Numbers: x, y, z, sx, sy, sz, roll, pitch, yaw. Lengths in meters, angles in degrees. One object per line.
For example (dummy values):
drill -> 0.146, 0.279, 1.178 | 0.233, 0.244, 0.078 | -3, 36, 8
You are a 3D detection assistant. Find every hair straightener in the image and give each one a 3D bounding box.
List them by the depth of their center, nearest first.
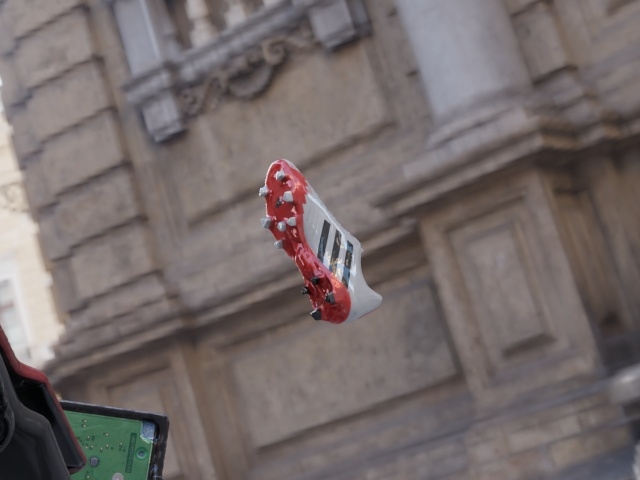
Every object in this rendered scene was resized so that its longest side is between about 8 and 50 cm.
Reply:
hair straightener -> -0.139, 0.080, 0.590 | 0.047, 0.089, 0.230 | -7, -40, -6

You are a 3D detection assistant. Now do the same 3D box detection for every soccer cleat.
soccer cleat -> 0.000, 0.000, 0.601 | 0.035, 0.083, 0.029 | -7, -28, -40

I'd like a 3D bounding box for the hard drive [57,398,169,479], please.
hard drive -> -0.244, 0.275, 0.928 | 0.236, 0.339, 0.064 | 8, -14, -7
